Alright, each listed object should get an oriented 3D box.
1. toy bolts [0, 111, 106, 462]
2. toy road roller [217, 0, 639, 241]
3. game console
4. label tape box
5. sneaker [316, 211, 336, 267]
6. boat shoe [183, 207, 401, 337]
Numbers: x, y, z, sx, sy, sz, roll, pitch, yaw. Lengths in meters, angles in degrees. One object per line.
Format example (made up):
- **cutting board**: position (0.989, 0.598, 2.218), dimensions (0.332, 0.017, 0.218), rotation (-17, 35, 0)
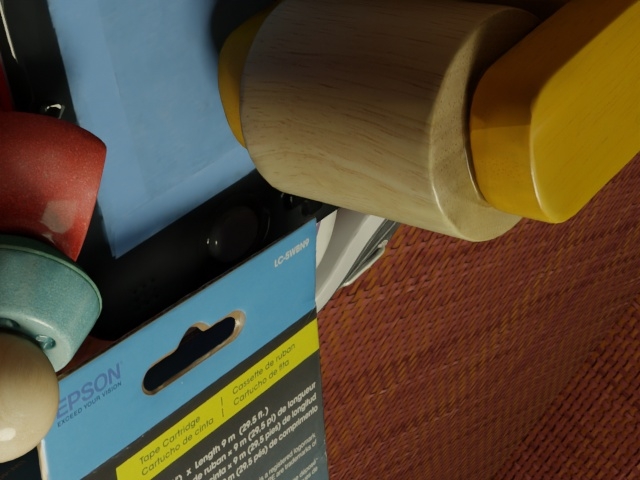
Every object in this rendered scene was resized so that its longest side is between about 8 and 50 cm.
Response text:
- **toy bolts**: position (-0.222, 0.033, 0.573), dimensions (0.229, 0.158, 0.218), rotation (9, 142, -14)
- **toy road roller**: position (0.092, -0.179, 0.648), dimensions (0.329, 0.203, 0.240), rotation (-43, 131, -32)
- **game console**: position (-0.040, -0.148, 0.705), dimensions (0.342, 0.060, 0.386), rotation (-31, 138, -27)
- **label tape box**: position (-0.105, 0.163, 0.795), dimensions (0.241, 0.106, 0.333), rotation (-33, 131, -43)
- **sneaker**: position (-0.059, -0.063, 0.887), dimensions (0.161, 0.102, 0.282), rotation (-11, 129, -47)
- **boat shoe**: position (0.000, 0.000, 1.073), dimensions (0.301, 0.108, 0.102), rotation (-51, 155, -4)
